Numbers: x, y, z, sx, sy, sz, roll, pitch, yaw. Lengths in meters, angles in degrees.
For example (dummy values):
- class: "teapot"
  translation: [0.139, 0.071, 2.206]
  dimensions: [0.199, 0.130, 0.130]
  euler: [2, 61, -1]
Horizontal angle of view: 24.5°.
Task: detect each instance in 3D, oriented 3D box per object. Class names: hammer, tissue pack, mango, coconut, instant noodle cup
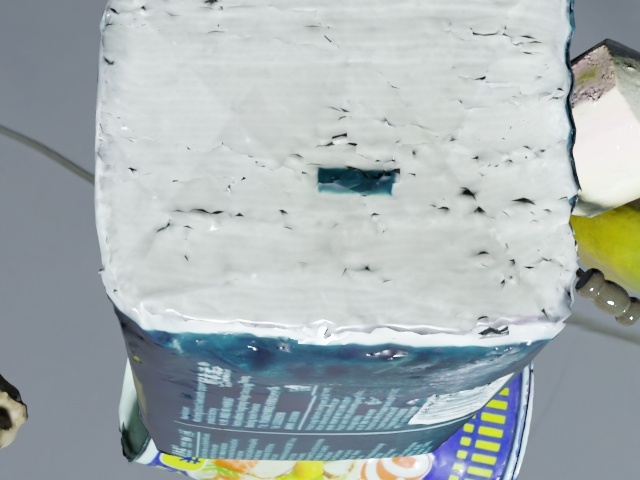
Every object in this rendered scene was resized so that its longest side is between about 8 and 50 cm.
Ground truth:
- class: "hammer"
  translation: [0.236, 0.026, 1.384]
  dimensions: [0.058, 0.292, 0.029]
  euler: [37, 95, -10]
- class: "tissue pack"
  translation: [0.000, 0.000, 0.963]
  dimensions: [0.264, 0.416, 0.253]
  euler: [0, 71, -4]
- class: "mango"
  translation: [0.314, -0.002, 1.490]
  dimensions: [0.137, 0.237, 0.091]
  euler: [35, 88, -22]
- class: "coconut"
  translation: [0.271, -0.105, 1.361]
  dimensions: [0.153, 0.147, 0.147]
  euler: [-28, 74, 27]
- class: "instant noodle cup"
  translation: [-0.008, 0.130, 1.331]
  dimensions: [0.312, 0.284, 0.284]
  euler: [12, 79, -17]

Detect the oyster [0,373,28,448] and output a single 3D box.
- class: "oyster"
  translation: [-0.258, 0.087, 0.499]
  dimensions: [0.337, 0.198, 0.133]
  euler: [0, 95, -33]
